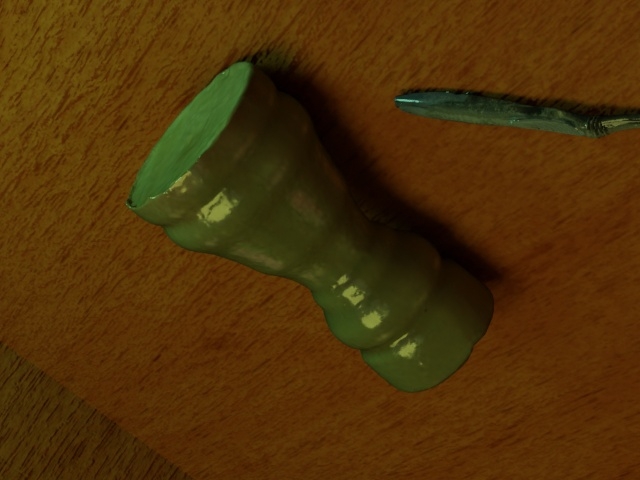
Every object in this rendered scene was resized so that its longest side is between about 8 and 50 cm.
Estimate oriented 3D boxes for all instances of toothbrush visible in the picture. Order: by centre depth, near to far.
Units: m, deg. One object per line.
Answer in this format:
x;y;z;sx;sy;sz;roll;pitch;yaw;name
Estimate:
0.248;-0.129;1.730;0.413;0.042;0.035;10;144;38;toothbrush

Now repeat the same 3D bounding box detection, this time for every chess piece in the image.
0.000;0.000;2.001;0.442;0.234;0.234;39;151;-21;chess piece
